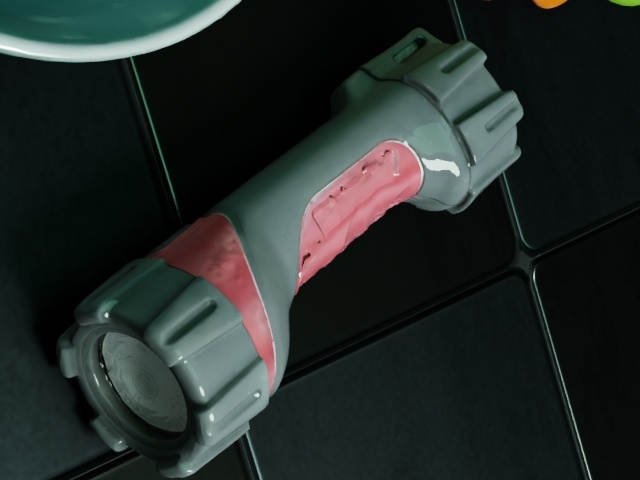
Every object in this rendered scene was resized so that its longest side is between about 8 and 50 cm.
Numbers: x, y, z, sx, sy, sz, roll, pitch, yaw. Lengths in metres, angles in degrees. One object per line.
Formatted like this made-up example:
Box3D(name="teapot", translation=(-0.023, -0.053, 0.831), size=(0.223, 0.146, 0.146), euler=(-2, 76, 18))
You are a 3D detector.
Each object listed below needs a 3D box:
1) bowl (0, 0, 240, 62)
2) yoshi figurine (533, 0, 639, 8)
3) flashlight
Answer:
Box3D(name="bowl", translation=(-0.166, -0.217, 0.809), size=(0.311, 0.163, 0.311), euler=(7, 79, -42))
Box3D(name="yoshi figurine", translation=(0.111, -0.271, 1.050), size=(0.362, 0.203, 0.203), euler=(28, 60, -39))
Box3D(name="flashlight", translation=(0.000, 0.000, 0.973), size=(0.304, 0.103, 0.103), euler=(-37, 135, -40))
